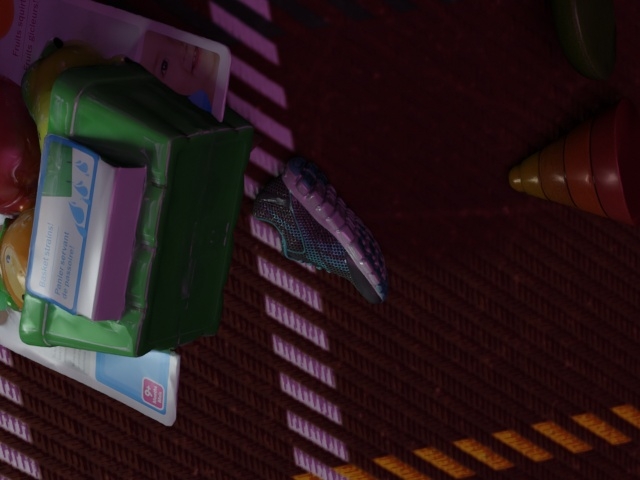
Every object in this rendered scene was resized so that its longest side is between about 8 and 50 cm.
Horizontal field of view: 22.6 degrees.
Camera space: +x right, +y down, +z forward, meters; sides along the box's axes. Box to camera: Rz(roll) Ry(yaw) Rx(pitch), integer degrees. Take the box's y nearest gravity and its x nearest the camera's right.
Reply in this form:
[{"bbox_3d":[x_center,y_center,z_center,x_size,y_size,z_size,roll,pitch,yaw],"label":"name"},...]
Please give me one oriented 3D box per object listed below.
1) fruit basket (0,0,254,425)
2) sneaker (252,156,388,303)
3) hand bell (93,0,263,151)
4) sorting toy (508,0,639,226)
[{"bbox_3d":[-0.238,-0.049,1.339,0.353,0.165,0.327,20,110,25],"label":"fruit basket"},{"bbox_3d":[0.000,0.000,1.511,0.076,0.065,0.166,-32,109,21],"label":"sneaker"},{"bbox_3d":[-0.169,-0.152,1.412,0.126,0.126,0.242,-34,100,4],"label":"hand bell"},{"bbox_3d":[0.202,-0.177,1.467,0.126,0.127,0.365,-8,111,26],"label":"sorting toy"}]
